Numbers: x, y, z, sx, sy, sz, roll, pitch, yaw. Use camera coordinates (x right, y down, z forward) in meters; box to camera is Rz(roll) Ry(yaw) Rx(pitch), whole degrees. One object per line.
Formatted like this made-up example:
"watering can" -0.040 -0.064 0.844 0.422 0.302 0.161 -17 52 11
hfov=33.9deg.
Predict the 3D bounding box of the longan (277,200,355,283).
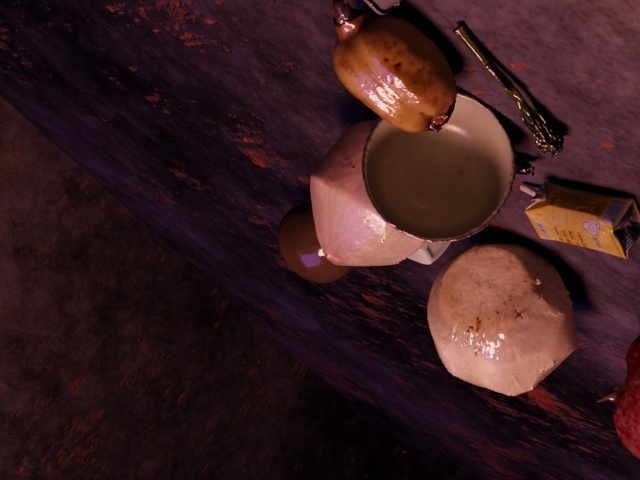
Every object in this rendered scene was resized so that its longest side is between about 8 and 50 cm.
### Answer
"longan" 0.000 0.000 2.125 0.189 0.189 0.189 32 164 10

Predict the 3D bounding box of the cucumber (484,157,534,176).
"cucumber" 0.252 -0.114 1.510 0.163 0.043 0.039 12 111 47

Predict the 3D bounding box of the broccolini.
"broccolini" 0.238 -0.186 1.318 0.218 0.042 0.044 44 161 -25

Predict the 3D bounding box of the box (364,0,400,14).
"box" 0.069 -0.324 1.184 0.122 0.084 0.069 40 156 -23

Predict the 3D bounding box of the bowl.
"bowl" 0.161 -0.097 1.465 0.211 0.211 0.112 33 177 5

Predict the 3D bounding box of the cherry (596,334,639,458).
"cherry" 0.568 0.241 1.565 0.300 0.230 0.203 10 167 24

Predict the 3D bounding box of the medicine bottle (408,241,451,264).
"medicine bottle" 0.122 -0.048 1.797 0.229 0.121 0.083 22 161 39

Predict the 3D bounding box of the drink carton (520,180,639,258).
"drink carton" 0.347 -0.037 1.471 0.200 0.074 0.084 16 155 46

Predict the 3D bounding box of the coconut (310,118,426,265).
"coconut" 0.088 -0.061 1.625 0.224 0.234 0.224 28 164 8

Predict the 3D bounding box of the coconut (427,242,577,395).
"coconut" 0.309 0.138 1.772 0.245 0.245 0.247 23 162 34

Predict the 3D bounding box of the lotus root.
"lotus root" 0.087 -0.229 1.357 0.221 0.125 0.118 44 -156 -12
